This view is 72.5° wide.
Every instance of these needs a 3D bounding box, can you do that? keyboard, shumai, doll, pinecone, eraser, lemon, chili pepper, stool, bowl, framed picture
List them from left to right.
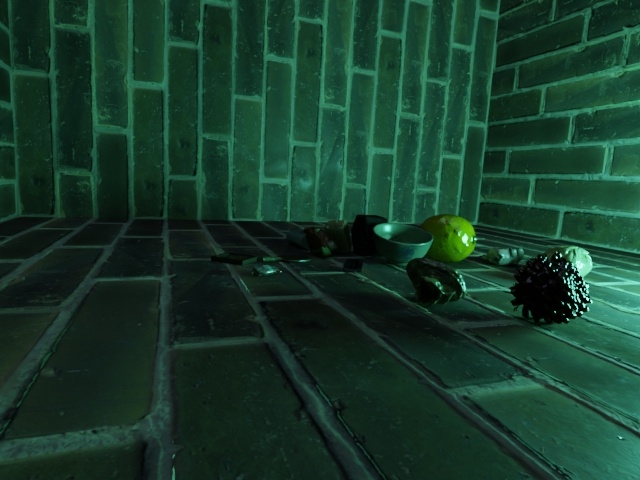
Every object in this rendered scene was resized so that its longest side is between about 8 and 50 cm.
[{"bbox_3d":[-0.382,0.081,1.951,0.168,0.023,0.128,6,9,23],"label":"framed picture"},{"bbox_3d":[-0.212,0.117,1.707,0.153,0.041,0.050,-4,53,-42],"label":"chili pepper"},{"bbox_3d":[-0.073,-0.006,2.473,0.174,0.081,0.227,0,8,-27],"label":"eraser"},{"bbox_3d":[0.147,0.111,1.967,0.087,0.017,0.250,5,9,7],"label":"keyboard"},{"bbox_3d":[0.258,-0.027,2.282,0.141,0.232,0.232,2,8,-20],"label":"stool"},{"bbox_3d":[0.383,0.029,2.083,0.289,0.146,0.289,5,21,-2],"label":"bowl"},{"bbox_3d":[0.364,0.152,1.414,0.209,0.161,0.153,34,44,4],"label":"shumai"},{"bbox_3d":[0.627,-0.011,2.182,0.283,0.261,0.260,3,8,14],"label":"lemon"},{"bbox_3d":[0.927,0.080,2.209,0.192,0.095,0.149,-1,3,-12],"label":"doll"},{"bbox_3d":[0.668,0.146,1.292,0.221,0.222,0.221,3,8,0],"label":"pinecone"}]

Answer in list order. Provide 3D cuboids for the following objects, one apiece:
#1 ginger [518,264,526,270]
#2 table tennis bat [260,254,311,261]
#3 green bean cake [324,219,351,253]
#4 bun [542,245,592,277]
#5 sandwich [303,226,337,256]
[{"bbox_3d":[0.969,0.134,1.904,0.131,0.086,0.294,-19,4,-1],"label":"ginger"},{"bbox_3d":[-0.161,0.086,2.030,0.246,0.022,0.138,1,8,-31],"label":"table tennis bat"},{"bbox_3d":[0.095,-0.020,2.278,0.109,0.179,0.085,0,40,23],"label":"green bean cake"},{"bbox_3d":[1.143,0.093,2.036,0.229,0.145,0.229,5,11,-1],"label":"bun"},{"bbox_3d":[0.004,0.001,2.196,0.109,0.160,0.184,-21,9,-21],"label":"sandwich"}]
